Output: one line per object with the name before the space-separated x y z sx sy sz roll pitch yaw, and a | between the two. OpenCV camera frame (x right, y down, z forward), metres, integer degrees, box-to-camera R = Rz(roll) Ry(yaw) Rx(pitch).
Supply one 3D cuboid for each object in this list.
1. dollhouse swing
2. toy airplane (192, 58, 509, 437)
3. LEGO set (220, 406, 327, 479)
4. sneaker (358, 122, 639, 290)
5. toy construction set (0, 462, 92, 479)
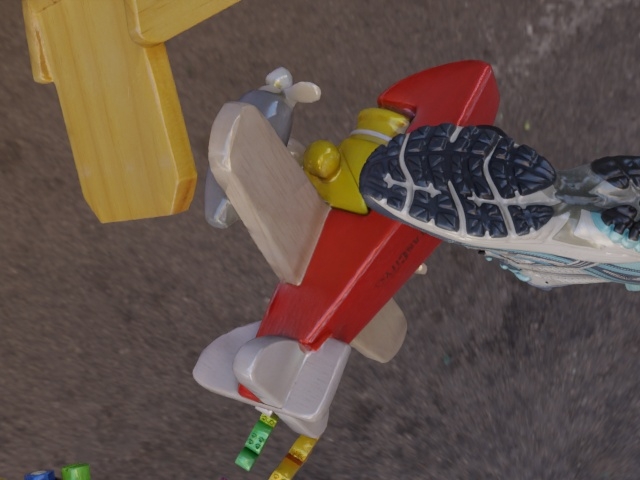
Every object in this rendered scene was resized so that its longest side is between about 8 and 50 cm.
dollhouse swing | -0.174 -0.229 1.617 0.315 0.347 0.305 -34 105 -28
toy airplane | 0.000 0.000 1.323 0.272 0.384 0.386 38 128 32
LEGO set | -0.060 0.248 1.410 0.087 0.093 0.227 30 113 8
sneaker | 0.166 -0.008 1.075 0.283 0.122 0.110 11 54 -2
toy construction set | -0.359 0.292 1.333 0.327 0.215 0.151 9 96 15
